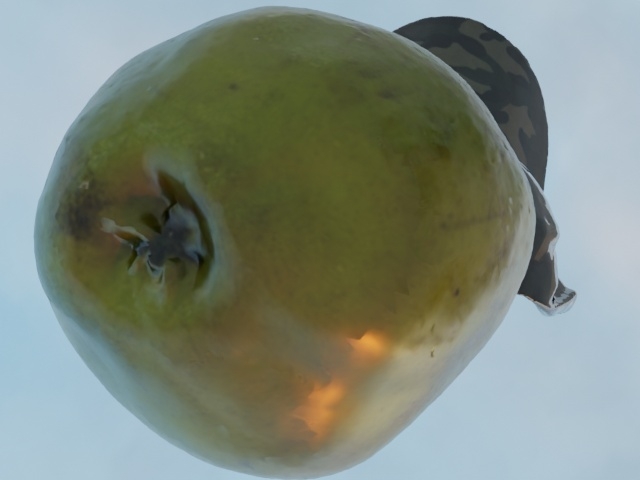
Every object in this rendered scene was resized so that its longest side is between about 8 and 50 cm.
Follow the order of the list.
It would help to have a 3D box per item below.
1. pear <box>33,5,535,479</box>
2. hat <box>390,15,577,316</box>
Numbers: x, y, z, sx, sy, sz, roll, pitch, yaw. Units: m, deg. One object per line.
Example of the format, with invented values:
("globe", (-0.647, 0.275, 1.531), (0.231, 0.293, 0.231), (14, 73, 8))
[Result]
("pear", (0.000, 0.000, 0.752), (0.375, 0.287, 0.287), (9, -127, -53))
("hat", (0.159, -0.119, 1.273), (0.366, 0.257, 0.382), (23, -110, -10))
